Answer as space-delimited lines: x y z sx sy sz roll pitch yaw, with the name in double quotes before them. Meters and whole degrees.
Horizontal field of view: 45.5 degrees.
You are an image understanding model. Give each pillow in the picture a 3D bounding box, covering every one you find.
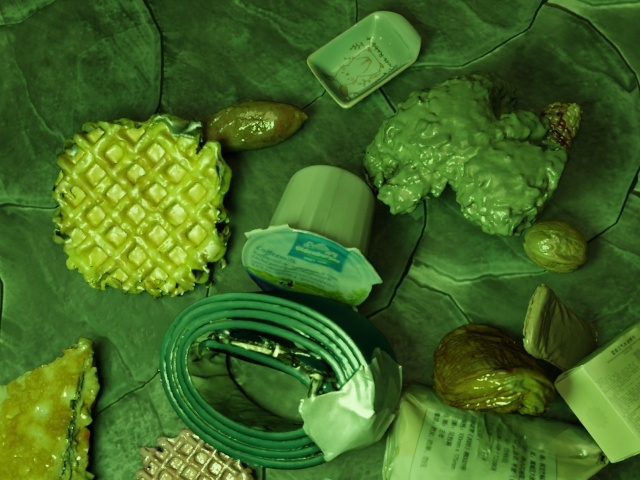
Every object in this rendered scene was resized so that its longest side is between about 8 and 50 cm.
"pillow" 0.435 0.174 1.372 0.034 0.211 0.135 -4 56 52

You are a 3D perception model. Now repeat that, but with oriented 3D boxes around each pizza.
"pizza" -0.537 0.383 1.477 0.440 0.130 0.406 33 81 26

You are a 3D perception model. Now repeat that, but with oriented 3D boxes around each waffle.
"waffle" -0.239 0.466 1.444 0.234 0.055 0.221 -11 73 4
"waffle" -0.364 -0.069 1.563 0.382 0.095 0.380 3 92 10

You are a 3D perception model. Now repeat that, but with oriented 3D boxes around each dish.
"dish" 0.105 -0.385 1.634 0.234 0.064 0.154 -35 72 -2

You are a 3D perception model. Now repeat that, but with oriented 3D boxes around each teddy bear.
"teddy bear" 0.280 -0.138 1.426 0.357 0.224 0.368 -30 60 0

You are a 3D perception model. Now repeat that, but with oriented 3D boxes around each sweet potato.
"sweet potato" -0.214 -0.221 1.616 0.385 0.109 0.109 -15 72 9

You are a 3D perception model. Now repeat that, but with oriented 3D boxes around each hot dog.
"hot dog" 0.301 0.235 1.326 0.196 0.272 0.122 5 102 -8

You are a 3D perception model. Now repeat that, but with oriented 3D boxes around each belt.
"belt" -0.076 0.246 1.382 0.436 0.173 0.300 10 93 29

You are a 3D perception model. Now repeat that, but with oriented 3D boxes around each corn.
"corn" 0.432 -0.156 1.504 0.098 0.098 0.290 27 80 15

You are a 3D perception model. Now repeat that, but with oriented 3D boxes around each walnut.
"walnut" 0.450 0.012 1.452 0.124 0.105 0.105 21 78 13

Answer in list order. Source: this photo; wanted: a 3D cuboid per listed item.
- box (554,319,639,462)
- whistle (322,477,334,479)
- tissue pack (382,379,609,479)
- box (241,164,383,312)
"box" 0.541 0.254 1.325 0.212 0.095 0.168 -24 73 -30
"whistle" -0.019 0.521 1.316 0.122 0.123 0.223 19 55 13
"tissue pack" 0.272 0.449 1.302 0.390 0.195 0.376 14 66 13
"box" 0.000 0.000 1.473 0.262 0.291 0.206 19 55 0
